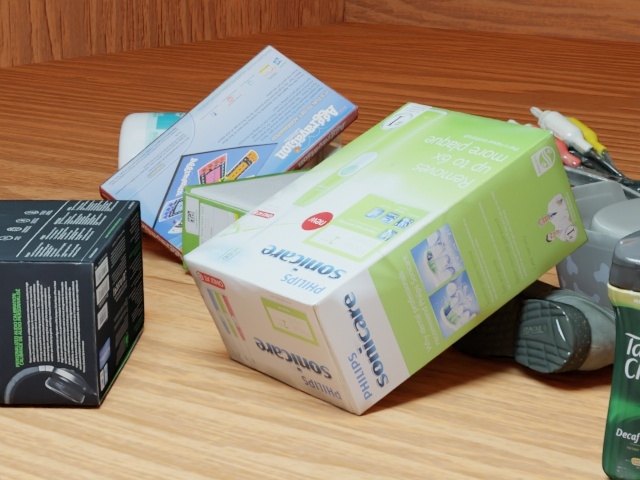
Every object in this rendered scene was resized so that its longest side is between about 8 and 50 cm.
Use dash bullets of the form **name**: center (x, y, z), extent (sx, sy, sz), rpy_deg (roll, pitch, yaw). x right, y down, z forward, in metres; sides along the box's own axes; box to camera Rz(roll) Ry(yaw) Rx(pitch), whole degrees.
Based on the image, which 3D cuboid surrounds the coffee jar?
- **coffee jar**: center (0.255, 0.086, 1.245), extent (0.096, 0.184, 0.079), rpy_deg (7, 15, 31)

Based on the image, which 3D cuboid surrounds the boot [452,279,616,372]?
- **boot**: center (0.221, 0.076, 1.582), extent (0.161, 0.083, 0.246), rpy_deg (5, 11, -30)

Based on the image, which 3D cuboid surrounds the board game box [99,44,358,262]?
- **board game box**: center (-0.103, -0.102, 1.982), extent (0.145, 0.027, 0.281), rpy_deg (37, 64, 23)

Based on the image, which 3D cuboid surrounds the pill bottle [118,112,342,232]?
- **pill bottle**: center (-0.105, -0.082, 2.073), extent (0.264, 0.146, 0.146), rpy_deg (-1, 13, 0)

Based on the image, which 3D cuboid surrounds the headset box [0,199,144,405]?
- **headset box**: center (-0.316, 0.049, 1.540), extent (0.283, 0.131, 0.246), rpy_deg (0, 13, 3)

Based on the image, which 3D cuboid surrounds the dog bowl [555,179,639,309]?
- **dog bowl**: center (0.398, 0.015, 1.738), extent (0.349, 0.102, 0.349), rpy_deg (0, 12, 0)

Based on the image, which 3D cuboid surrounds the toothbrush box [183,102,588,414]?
- **toothbrush box**: center (0.058, 0.007, 1.525), extent (0.283, 0.122, 0.206), rpy_deg (-36, 29, -23)

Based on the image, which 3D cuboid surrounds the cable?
- **cable**: center (0.350, -0.089, 2.121), extent (0.139, 0.072, 0.287), rpy_deg (-13, 31, -44)

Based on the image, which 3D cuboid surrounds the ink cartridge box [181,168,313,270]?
- **ink cartridge box**: center (0.000, 0.000, 1.834), extent (0.189, 0.097, 0.255), rpy_deg (-11, 20, -40)
